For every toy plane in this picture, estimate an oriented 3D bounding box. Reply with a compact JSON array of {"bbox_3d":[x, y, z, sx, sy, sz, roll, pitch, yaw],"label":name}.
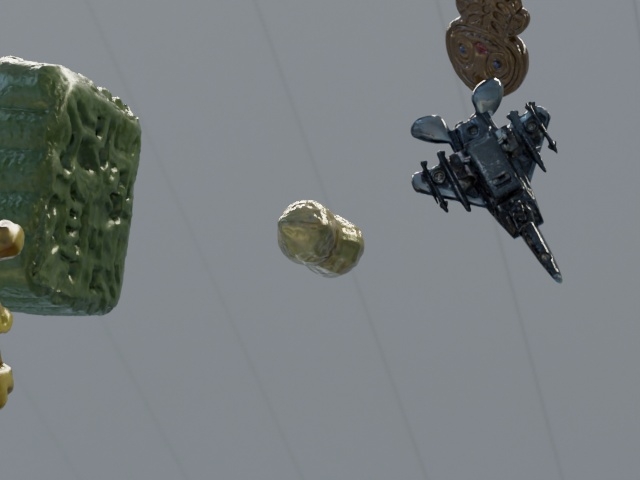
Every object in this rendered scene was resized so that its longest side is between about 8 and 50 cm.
[{"bbox_3d":[0.195,-0.057,1.235,0.169,0.246,0.078,-28,-36,6],"label":"toy plane"}]

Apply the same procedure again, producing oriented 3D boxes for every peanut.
[{"bbox_3d":[0.000,0.000,1.596,0.098,0.090,0.214,23,-2,25],"label":"peanut"}]

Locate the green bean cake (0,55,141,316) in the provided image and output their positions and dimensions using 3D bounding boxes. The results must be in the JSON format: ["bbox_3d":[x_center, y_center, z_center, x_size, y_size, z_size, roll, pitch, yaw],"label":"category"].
[{"bbox_3d":[-0.273,-0.050,1.164,0.124,0.248,0.222,1,-9,15],"label":"green bean cake"}]

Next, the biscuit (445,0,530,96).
[{"bbox_3d":[0.209,-0.258,1.450,0.124,0.026,0.175,30,-43,32],"label":"biscuit"}]

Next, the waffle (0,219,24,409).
[{"bbox_3d":[-0.263,0.035,0.573,0.069,0.293,0.260,-22,-59,37],"label":"waffle"}]
